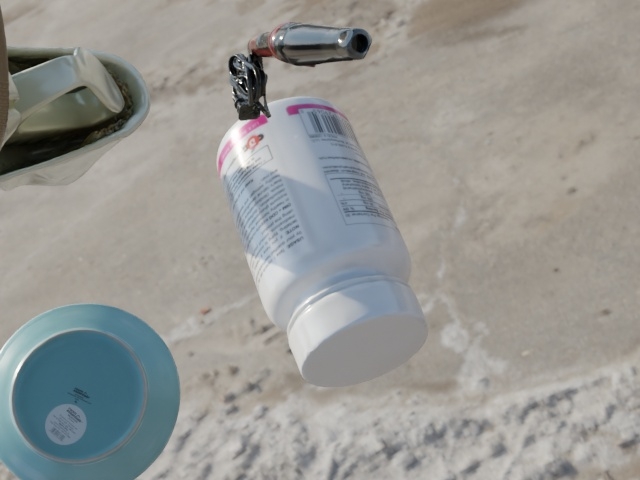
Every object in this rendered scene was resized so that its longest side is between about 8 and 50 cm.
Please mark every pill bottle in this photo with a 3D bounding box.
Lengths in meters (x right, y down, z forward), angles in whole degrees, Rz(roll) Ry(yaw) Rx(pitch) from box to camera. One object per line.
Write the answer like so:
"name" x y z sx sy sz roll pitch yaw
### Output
"pill bottle" 0.000 0.000 1.014 0.160 0.160 0.283 -26 57 7

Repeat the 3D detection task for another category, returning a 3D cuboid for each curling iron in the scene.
"curling iron" -0.017 -0.126 0.683 0.035 0.068 0.274 -6 6 -20

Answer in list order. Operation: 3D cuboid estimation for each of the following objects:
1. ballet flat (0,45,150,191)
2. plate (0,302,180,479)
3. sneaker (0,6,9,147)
"ballet flat" -0.225 -0.085 0.616 0.139 0.139 0.400 -21 4 16
"plate" -0.229 0.149 0.919 0.188 0.188 0.024 -37 -11 -15
"sneaker" -0.163 -0.047 0.354 0.071 0.066 0.188 -11 -20 -30
